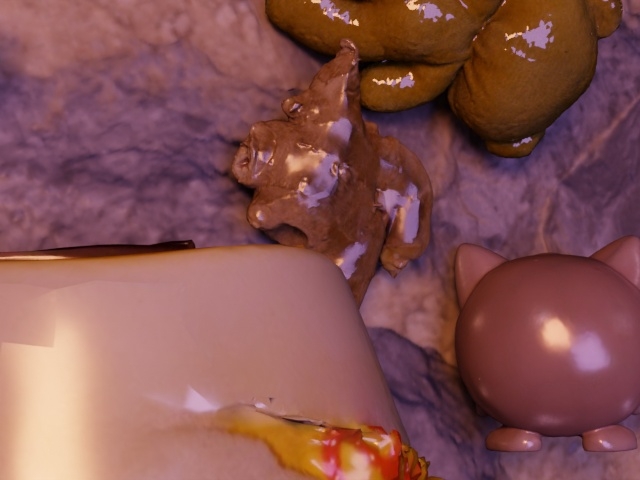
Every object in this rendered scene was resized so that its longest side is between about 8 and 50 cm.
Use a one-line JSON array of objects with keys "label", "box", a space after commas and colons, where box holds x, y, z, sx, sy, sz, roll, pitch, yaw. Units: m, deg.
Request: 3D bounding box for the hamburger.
[{"label": "hamburger", "box": [-0.097, 0.103, 0.453, 0.294, 0.276, 0.179, -3, 77, -8]}]

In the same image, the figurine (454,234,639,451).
[{"label": "figurine", "box": [0.147, 0.065, 0.662, 0.125, 0.125, 0.138, 5, 73, -25]}]

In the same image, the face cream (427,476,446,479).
[{"label": "face cream", "box": [0.000, 0.257, 0.601, 0.273, 0.078, 0.078, -43, 106, -20]}]

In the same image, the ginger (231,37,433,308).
[{"label": "ginger", "box": [-0.009, 0.001, 0.620, 0.133, 0.059, 0.214, 42, 73, -27]}]

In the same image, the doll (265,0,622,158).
[{"label": "doll", "box": [0.073, -0.138, 0.649, 0.210, 0.097, 0.137, 22, 117, -16]}]
